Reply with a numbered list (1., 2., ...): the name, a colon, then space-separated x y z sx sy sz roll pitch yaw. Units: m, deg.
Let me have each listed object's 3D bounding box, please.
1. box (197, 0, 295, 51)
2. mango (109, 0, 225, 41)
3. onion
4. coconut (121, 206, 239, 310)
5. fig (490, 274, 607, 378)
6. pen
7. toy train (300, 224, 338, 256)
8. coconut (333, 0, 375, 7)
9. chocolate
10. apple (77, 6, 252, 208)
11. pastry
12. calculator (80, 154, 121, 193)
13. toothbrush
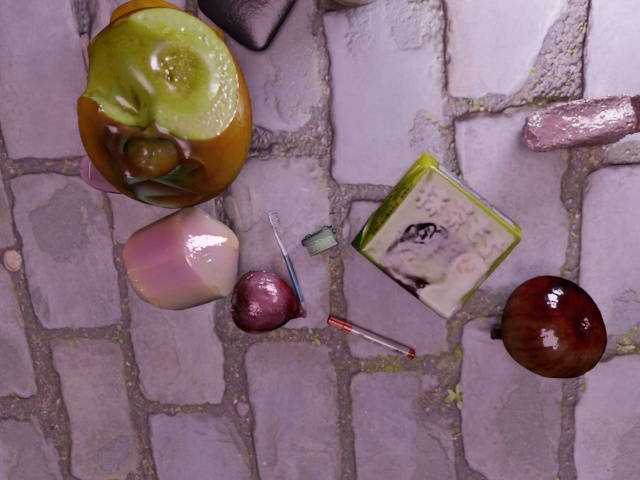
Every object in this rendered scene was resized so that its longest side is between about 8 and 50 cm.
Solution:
1. box: -0.168 -0.564 1.085 0.212 0.042 0.201 35 102 -1
2. mango: -0.355 -0.465 1.090 0.262 0.109 0.157 12 98 2
3. onion: -0.124 0.158 1.173 0.195 0.159 0.159 16 103 -20
4. coconut: -0.309 0.043 1.134 0.245 0.233 0.233 -19 98 10
5. fig: 0.526 0.198 1.090 0.235 0.214 0.234 0 75 1
6. pen: 0.129 0.248 1.219 0.239 0.028 0.028 23 102 1
7. toy train: 0.000 0.000 1.180 0.093 0.038 0.056 -25 100 10
8. coconut: 0.076 -0.586 0.978 0.171 0.183 0.170 8 61 -14
9. chocolate: 0.268 -0.002 1.101 0.301 0.137 0.288 37 102 -2
10. apple: -0.321 -0.254 0.977 0.374 0.374 0.384 -13 139 8
11. pastry: 0.573 -0.254 1.040 0.265 0.112 0.102 -7 92 14
12. calculator: -0.531 -0.172 1.207 0.166 0.024 0.103 9 101 5
13. toothbrush: -0.080 0.055 1.208 0.025 0.019 0.275 -19 98 1
